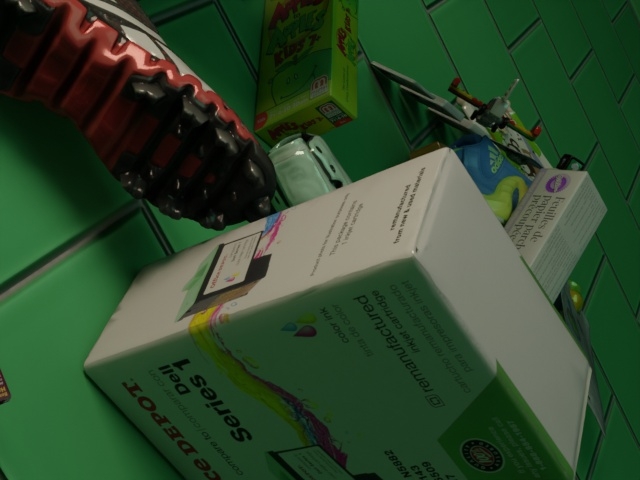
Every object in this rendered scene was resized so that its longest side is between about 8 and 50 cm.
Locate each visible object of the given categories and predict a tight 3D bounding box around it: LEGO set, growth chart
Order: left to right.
[{"bbox_3d":[0.194,-0.149,1.243,0.244,0.060,0.182,34,4,43],"label":"LEGO set"},{"bbox_3d":[0.263,-0.130,1.470,0.172,0.021,0.237,57,24,13],"label":"growth chart"}]

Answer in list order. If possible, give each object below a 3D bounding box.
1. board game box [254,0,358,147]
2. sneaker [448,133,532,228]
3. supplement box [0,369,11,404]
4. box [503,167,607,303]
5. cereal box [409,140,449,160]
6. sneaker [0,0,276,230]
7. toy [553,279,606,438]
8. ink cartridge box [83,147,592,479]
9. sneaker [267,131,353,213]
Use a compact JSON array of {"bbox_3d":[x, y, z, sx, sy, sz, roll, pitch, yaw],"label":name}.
[{"bbox_3d":[-0.012,-0.181,1.044,0.043,0.092,0.181,37,43,-40],"label":"board game box"},{"bbox_3d":[0.216,-0.065,1.237,0.240,0.091,0.126,2,69,-55],"label":"sneaker"},{"bbox_3d":[-0.221,0.064,0.606,0.055,0.043,0.083,-18,86,-60],"label":"supplement box"},{"bbox_3d":[0.193,0.063,1.106,0.324,0.063,0.067,-55,128,-23],"label":"box"},{"bbox_3d":[0.202,-0.011,1.319,0.240,0.047,0.173,18,56,-53],"label":"cereal box"},{"bbox_3d":[-0.141,-0.116,0.752,0.276,0.097,0.135,35,27,-15],"label":"sneaker"},{"bbox_3d":[0.320,0.137,1.401,0.137,0.056,0.237,60,25,-25],"label":"toy"},{"bbox_3d":[0.010,0.085,0.732,0.201,0.278,0.117,53,37,-24],"label":"ink cartridge box"},{"bbox_3d":[0.000,0.000,0.900,0.151,0.094,0.256,55,7,-27],"label":"sneaker"}]
